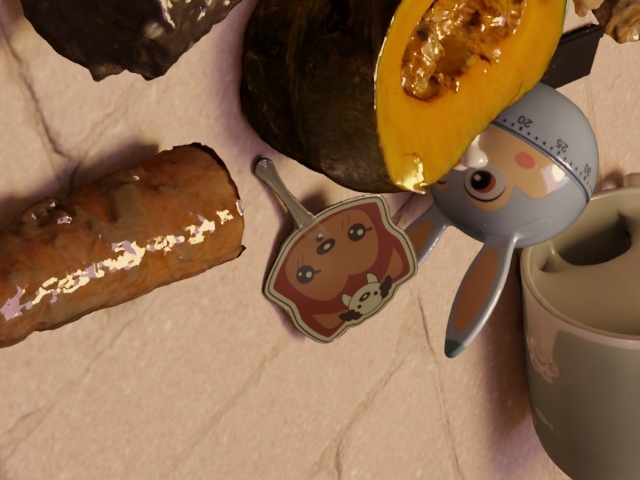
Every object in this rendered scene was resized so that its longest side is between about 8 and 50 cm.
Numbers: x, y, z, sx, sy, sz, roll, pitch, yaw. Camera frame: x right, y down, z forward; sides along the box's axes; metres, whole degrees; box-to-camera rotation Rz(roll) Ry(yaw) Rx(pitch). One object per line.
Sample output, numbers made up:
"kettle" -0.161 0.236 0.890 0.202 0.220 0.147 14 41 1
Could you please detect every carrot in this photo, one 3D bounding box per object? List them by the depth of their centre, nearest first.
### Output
"carrot" -0.162 0.015 1.094 0.263 0.102 0.102 -30 131 -43

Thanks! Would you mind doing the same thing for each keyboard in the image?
"keyboard" 0.232 -0.177 1.640 0.195 0.018 0.060 -24 134 -48

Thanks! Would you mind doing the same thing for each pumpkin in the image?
"pumpkin" 0.081 -0.161 1.316 0.317 0.139 0.222 -47 137 -35

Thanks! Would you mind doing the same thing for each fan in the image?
"fan" 0.000 0.000 1.365 0.132 0.009 0.220 -41 132 -2

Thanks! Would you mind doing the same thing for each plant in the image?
"plant" -0.078 -0.230 1.026 0.274 0.149 0.146 -50 144 -32

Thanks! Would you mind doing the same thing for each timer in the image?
"timer" 0.142 -0.043 1.459 0.255 0.175 0.175 -40 138 -26

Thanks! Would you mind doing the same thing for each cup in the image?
"cup" 0.356 0.093 1.804 0.357 0.259 0.275 -80 167 -51

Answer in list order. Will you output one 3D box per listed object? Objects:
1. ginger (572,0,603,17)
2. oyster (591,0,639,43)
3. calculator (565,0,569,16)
"ginger" 0.301 -0.260 1.341 0.294 0.086 0.131 -14 134 -29
"oyster" 0.282 -0.344 1.435 0.197 0.133 0.337 8 96 -29
"calculator" 0.254 -0.343 1.550 0.184 0.042 0.295 0 106 -56
